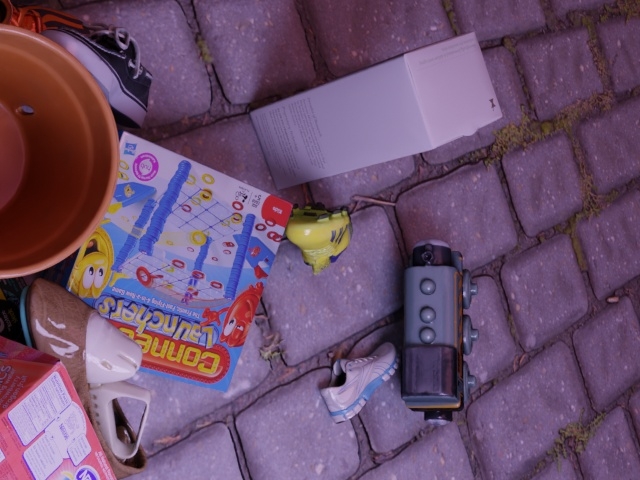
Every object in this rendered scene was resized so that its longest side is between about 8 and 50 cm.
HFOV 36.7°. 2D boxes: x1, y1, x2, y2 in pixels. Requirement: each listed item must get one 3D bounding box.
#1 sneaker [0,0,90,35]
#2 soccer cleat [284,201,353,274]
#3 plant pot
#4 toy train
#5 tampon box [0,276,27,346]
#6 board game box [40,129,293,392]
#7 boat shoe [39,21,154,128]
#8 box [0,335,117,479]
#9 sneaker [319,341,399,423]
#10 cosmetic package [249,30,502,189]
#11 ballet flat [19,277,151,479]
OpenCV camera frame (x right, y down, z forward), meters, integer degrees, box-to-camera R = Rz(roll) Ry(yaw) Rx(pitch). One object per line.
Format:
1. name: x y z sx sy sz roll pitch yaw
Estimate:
1. sneaker: -0.412 -0.269 1.260 0.321 0.180 0.124 -15 92 -44
2. soccer cleat: 0.001 0.000 1.571 0.289 0.093 0.121 -14 111 -80
3. plant pot: -0.420 -0.107 1.174 0.291 0.203 0.290 -3 95 -35
4. toy train: 0.209 0.161 1.742 0.190 0.142 0.333 49 42 -68
5. tampon box: -0.447 0.106 1.198 0.161 0.101 0.120 -34 104 -42
6. board game box: -0.222 0.034 1.374 0.308 0.086 0.302 22 85 -38
7. boat shoe: -0.294 -0.242 1.313 0.306 0.113 0.105 42 67 -75
8. box: -0.354 0.277 1.146 0.154 0.142 0.300 -46 136 -37
9. sneaker: 0.067 0.227 1.683 0.083 0.071 0.191 56 49 -12
10. cosmetic package: 0.084 -0.206 1.585 0.197 0.366 0.155 -26 99 -44
11. ballet flat: -0.280 0.185 1.224 0.116 0.124 0.342 -84 172 -56
